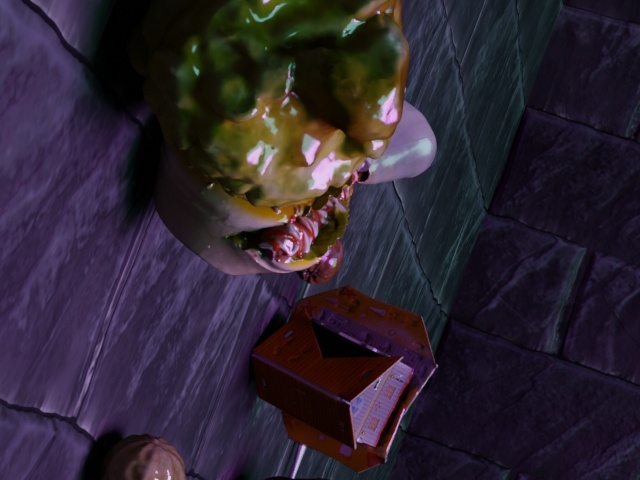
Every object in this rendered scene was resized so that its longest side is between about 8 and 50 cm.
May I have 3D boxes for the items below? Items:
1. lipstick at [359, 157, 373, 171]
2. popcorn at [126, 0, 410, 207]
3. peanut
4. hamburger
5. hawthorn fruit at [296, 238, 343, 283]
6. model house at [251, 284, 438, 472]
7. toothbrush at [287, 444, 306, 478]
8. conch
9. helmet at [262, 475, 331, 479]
[{"bbox_3d":[0.067,-0.147,2.213,0.038,0.038,0.130,90,22,-58],"label":"lipstick"},{"bbox_3d":[-0.019,-0.159,1.329,0.251,0.237,0.206,-33,162,12],"label":"popcorn"},{"bbox_3d":[-0.166,0.239,1.652,0.194,0.083,0.093,97,-19,-62],"label":"peanut"},{"bbox_3d":[-0.049,-0.059,1.500,0.116,0.173,0.210,-46,-176,36],"label":"hamburger"},{"bbox_3d":[0.000,0.000,2.082,0.067,0.067,0.103,90,18,-58],"label":"hawthorn fruit"},{"bbox_3d":[0.001,0.144,2.092,0.207,0.219,0.136,-62,148,-2],"label":"model house"},{"bbox_3d":[-0.015,0.262,2.528,0.288,0.024,0.026,-68,154,-11],"label":"toothbrush"},{"bbox_3d":[0.085,-0.125,2.294,0.176,0.094,0.104,-17,145,-43],"label":"conch"},{"bbox_3d":[-0.052,0.440,2.214,0.271,0.197,0.338,-35,151,-56],"label":"helmet"}]
